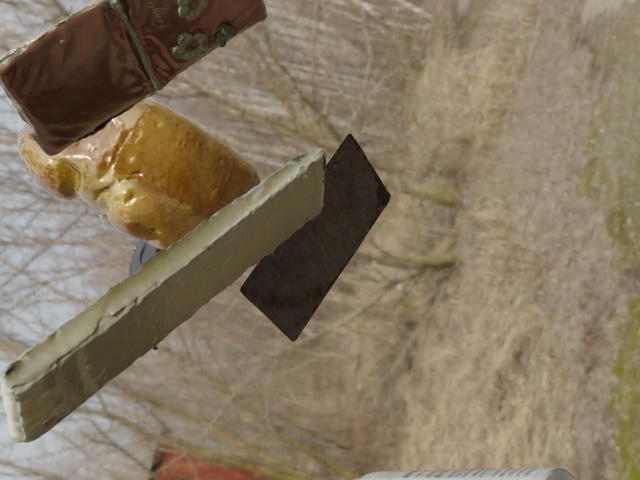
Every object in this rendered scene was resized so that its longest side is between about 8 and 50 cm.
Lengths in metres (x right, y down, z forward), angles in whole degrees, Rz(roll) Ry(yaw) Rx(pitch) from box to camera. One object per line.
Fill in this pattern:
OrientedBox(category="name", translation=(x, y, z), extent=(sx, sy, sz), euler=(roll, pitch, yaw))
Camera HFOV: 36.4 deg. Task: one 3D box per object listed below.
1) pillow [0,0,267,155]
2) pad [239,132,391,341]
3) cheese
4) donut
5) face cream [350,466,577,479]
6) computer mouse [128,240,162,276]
OrientedBox(category="pillow", translation=(-0.155, -0.166, 0.812), extent=(0.043, 0.232, 0.126), euler=(51, 173, 32))
OrientedBox(category="pad", translation=(0.000, 0.000, 1.681), extent=(0.330, 0.004, 0.220), euler=(-55, -36, -13))
OrientedBox(category="cheese", translation=(-0.117, 0.033, 0.860), extent=(0.400, 0.034, 0.085), euler=(-40, -28, -41))
OrientedBox(category="donut", translation=(-0.214, -0.074, 1.188), extent=(0.150, 0.299, 0.317), euler=(-65, 4, -6))
OrientedBox(category="face cream", translation=(0.083, 0.313, 1.007), extent=(0.145, 0.370, 0.145), euler=(21, -117, -49))
OrientedBox(category="computer mouse", translation=(-0.338, 0.006, 2.093), extent=(0.122, 0.073, 0.217), euler=(-7, -44, -44))
